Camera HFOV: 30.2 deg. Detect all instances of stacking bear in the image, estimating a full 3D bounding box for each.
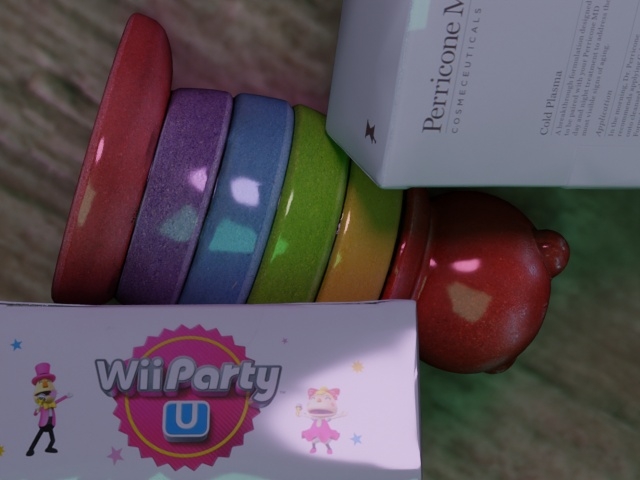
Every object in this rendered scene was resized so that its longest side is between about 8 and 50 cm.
[{"bbox_3d":[0.000,0.000,0.713,0.289,0.164,0.175,16,113,-10],"label":"stacking bear"}]

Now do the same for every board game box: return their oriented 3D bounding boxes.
[{"bbox_3d":[-0.060,0.124,0.696,0.224,0.097,0.303,0,158,2],"label":"board game box"}]

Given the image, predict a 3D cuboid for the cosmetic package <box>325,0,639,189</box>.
[{"bbox_3d":[0.171,-0.214,0.596,0.284,0.097,0.377,-1,115,-22],"label":"cosmetic package"}]
